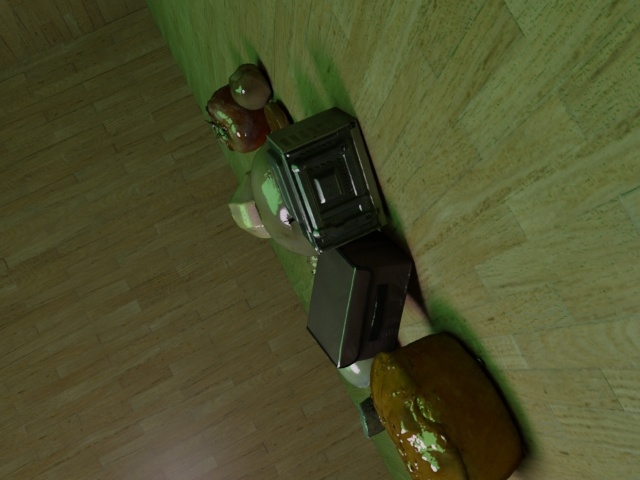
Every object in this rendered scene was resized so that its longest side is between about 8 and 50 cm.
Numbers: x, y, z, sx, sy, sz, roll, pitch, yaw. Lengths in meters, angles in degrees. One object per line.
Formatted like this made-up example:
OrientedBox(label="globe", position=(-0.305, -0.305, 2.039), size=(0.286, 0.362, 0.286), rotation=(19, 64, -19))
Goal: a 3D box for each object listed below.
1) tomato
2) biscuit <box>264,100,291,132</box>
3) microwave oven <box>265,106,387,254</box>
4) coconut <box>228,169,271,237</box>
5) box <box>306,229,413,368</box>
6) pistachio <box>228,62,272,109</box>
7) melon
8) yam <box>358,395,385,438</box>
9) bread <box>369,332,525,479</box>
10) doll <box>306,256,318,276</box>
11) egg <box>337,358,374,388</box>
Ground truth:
OrientedBox(label="tomato", position=(-0.235, -0.355, 2.293), size=(0.155, 0.180, 0.214), rotation=(46, 165, 47))
OrientedBox(label="biscuit", position=(-0.080, -0.268, 2.073), size=(0.289, 0.044, 0.202), rotation=(51, 166, 46))
OrientedBox(label="microwave oven", position=(0.008, -0.120, 1.553), size=(0.145, 0.194, 0.241), rotation=(44, 157, 60))
OrientedBox(label="coconut", position=(-0.186, -0.127, 2.515), size=(0.237, 0.236, 0.197), rotation=(66, 166, -16))
OrientedBox(label="box", position=(0.083, 0.120, 1.656), size=(0.188, 0.153, 0.252), rotation=(-135, 45, -54))
OrientedBox(label="pistachio", position=(-0.193, -0.423, 2.109), size=(0.185, 0.126, 0.108), rotation=(95, -170, -79))
OrientedBox(label="melon", position=(-0.044, -0.109, 1.754), size=(0.223, 0.223, 0.317), rotation=(52, 166, 51))
OrientedBox(label="yam", position=(0.193, 0.477, 2.174), size=(0.107, 0.194, 0.107), rotation=(57, 168, 18))
OrientedBox(label="bread", position=(0.245, 0.381, 1.571), size=(0.398, 0.215, 0.398), rotation=(60, 171, 15))
OrientedBox(label="doll", position=(0.000, 0.001, 2.212), size=(0.154, 0.119, 0.278), rotation=(83, 168, -62))
OrientedBox(label="egg", position=(0.114, 0.295, 2.133), size=(0.217, 0.183, 0.183), rotation=(63, 171, 1))
